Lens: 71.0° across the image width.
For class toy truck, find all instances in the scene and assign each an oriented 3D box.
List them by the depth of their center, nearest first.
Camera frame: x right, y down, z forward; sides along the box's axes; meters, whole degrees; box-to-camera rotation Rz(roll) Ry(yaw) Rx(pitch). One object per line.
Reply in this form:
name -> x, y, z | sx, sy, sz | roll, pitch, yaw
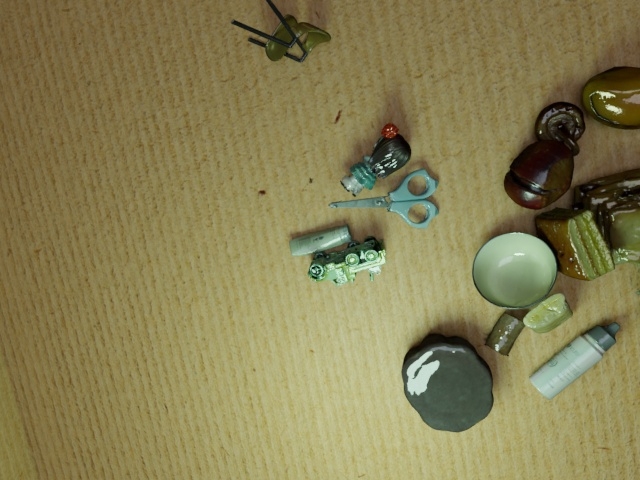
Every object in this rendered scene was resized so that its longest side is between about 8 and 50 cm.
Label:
toy truck -> 0.091, 0.088, 1.480 | 0.259, 0.128, 0.135 | -13, 109, 12

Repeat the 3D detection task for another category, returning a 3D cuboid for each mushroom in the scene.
mushroom -> 0.713, -0.323, 1.323 | 0.135, 0.080, 0.171 | -28, 93, 26

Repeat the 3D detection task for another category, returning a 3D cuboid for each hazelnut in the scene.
hazelnut -> 0.643, -0.195, 1.315 | 0.177, 0.178, 0.204 | 18, 121, 8

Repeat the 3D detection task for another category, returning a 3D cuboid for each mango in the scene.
mango -> 0.860, -0.399, 1.256 | 0.235, 0.136, 0.167 | 19, 104, 13

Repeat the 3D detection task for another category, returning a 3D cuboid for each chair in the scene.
chair -> -0.114, -0.643, 1.395 | 0.247, 0.159, 0.172 | 42, 101, 4

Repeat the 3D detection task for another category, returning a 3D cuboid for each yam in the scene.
yam -> 0.592, 0.298, 1.436 | 0.084, 0.084, 0.127 | 27, 98, 6

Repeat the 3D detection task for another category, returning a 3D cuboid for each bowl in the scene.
bowl -> 0.593, 0.106, 1.356 | 0.237, 0.126, 0.238 | -16, 59, 29

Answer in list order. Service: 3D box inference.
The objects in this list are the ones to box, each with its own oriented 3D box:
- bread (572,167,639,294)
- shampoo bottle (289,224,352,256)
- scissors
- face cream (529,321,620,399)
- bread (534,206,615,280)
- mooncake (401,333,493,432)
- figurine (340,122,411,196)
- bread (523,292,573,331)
bread -> 0.921, -0.015, 1.270 | 0.313, 0.191, 0.371 | -15, 96, 12
shampoo bottle -> 0.000, 0.000, 1.516 | 0.212, 0.049, 0.072 | -18, 62, 12
scissors -> 0.202, -0.124, 1.429 | 0.359, 0.029, 0.191 | -4, 99, -4
face cream -> 0.800, 0.364, 1.396 | 0.092, 0.092, 0.311 | 44, 104, 2
bread -> 0.711, 0.007, 1.287 | 0.110, 0.234, 0.184 | -21, 92, 8
mooncake -> 0.406, 0.451, 1.452 | 0.305, 0.154, 0.307 | 1, 97, 10
figurine -> 0.172, -0.244, 1.415 | 0.245, 0.137, 0.110 | -40, 45, 18
bread -> 0.692, 0.228, 1.356 | 0.139, 0.178, 0.060 | -43, 56, 16
